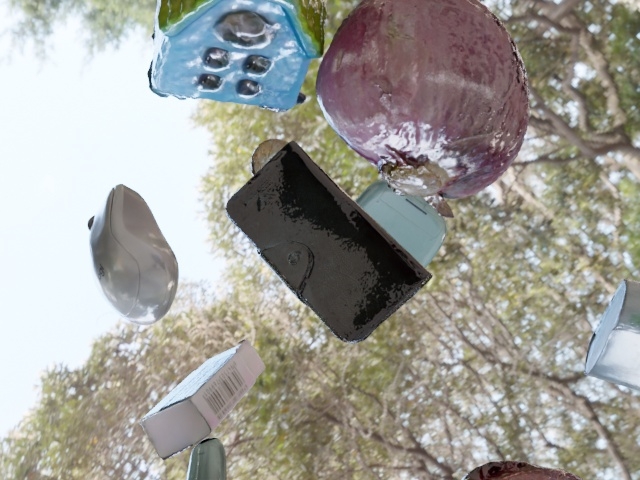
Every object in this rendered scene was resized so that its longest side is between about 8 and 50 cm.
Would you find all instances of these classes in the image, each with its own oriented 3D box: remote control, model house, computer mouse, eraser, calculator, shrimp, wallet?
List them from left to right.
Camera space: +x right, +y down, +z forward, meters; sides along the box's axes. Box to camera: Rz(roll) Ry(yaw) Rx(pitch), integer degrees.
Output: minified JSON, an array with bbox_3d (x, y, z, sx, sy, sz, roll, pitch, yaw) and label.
[{"bbox_3d":[-0.368,0.028,1.443,0.121,0.184,0.296,-7,-133,-37],"label":"computer mouse"},{"bbox_3d":[-0.199,0.446,1.277,0.045,0.097,0.256,39,-141,-40],"label":"remote control"},{"bbox_3d":[-0.211,0.291,1.472,0.086,0.130,0.287,59,-158,-4],"label":"eraser"},{"bbox_3d":[-0.090,-0.324,0.934,0.216,0.303,0.237,6,-108,-11],"label":"model house"},{"bbox_3d":[-0.059,-0.127,1.706,0.223,0.126,0.047,41,-165,6],"label":"shrimp"},{"bbox_3d":[0.000,0.000,1.190,0.172,0.045,0.318,-42,-109,-5],"label":"wallet"},{"bbox_3d":[0.126,-0.006,1.441,0.184,0.295,0.042,35,-169,-10],"label":"calculator"},{"bbox_3d":[0.470,0.142,0.982,0.227,0.174,0.081,16,-132,11],"label":"eraser"}]

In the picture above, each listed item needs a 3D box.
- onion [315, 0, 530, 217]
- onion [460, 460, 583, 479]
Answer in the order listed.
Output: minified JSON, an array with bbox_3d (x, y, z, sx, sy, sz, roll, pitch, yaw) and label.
[{"bbox_3d":[0.150,-0.228,0.933,0.267,0.159,0.348,23,-120,-29],"label":"onion"},{"bbox_3d":[0.302,0.423,1.120,0.248,0.161,0.248,-9,-136,9],"label":"onion"}]
